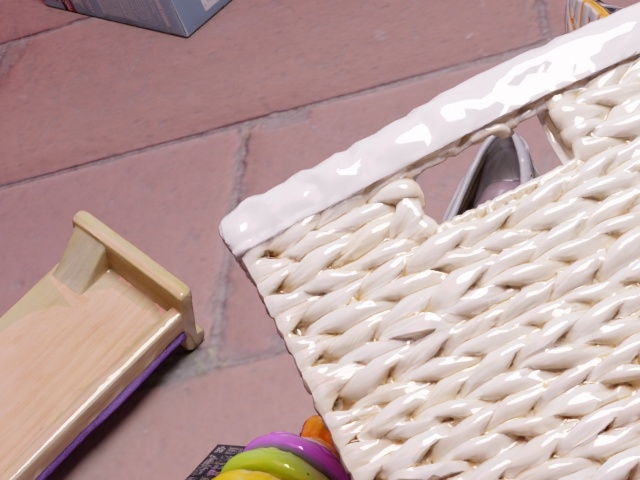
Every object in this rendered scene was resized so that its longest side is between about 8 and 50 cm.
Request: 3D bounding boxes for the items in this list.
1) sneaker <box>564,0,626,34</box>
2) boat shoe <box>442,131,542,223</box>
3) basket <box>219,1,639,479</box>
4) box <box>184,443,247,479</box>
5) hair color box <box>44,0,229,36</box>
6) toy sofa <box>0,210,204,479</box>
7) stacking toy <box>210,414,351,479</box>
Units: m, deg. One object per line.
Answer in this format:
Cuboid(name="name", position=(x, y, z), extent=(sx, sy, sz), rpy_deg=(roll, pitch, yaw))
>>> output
Cuboid(name="sneaker", position=(0.347, -0.215, 1.269), extent=(0.083, 0.084, 0.215), rpy_deg=(-23, 40, -20))
Cuboid(name="boat shoe", position=(0.142, 0.034, 1.058), extent=(0.118, 0.103, 0.320), rpy_deg=(3, 46, 29))
Cuboid(name="basket", position=(0.162, 0.073, 0.779), extent=(0.328, 0.331, 0.266), rpy_deg=(-27, 65, 4))
Cuboid(name="box", position=(-0.090, 0.208, 1.012), extent=(0.067, 0.018, 0.083), rpy_deg=(-46, 14, -26))
Cuboid(name="hair color box", position=(-0.282, -0.437, 1.799), extent=(0.375, 0.113, 0.185), rpy_deg=(20, 56, 41))
Cuboid(name="toy sofa", position=(-0.284, 0.163, 1.115), extent=(0.150, 0.177, 0.362), rpy_deg=(34, 63, 19))
Cuboid(name="stacking toy", position=(-0.030, 0.215, 0.921), extent=(0.166, 0.175, 0.302), rpy_deg=(5, 35, 28))
